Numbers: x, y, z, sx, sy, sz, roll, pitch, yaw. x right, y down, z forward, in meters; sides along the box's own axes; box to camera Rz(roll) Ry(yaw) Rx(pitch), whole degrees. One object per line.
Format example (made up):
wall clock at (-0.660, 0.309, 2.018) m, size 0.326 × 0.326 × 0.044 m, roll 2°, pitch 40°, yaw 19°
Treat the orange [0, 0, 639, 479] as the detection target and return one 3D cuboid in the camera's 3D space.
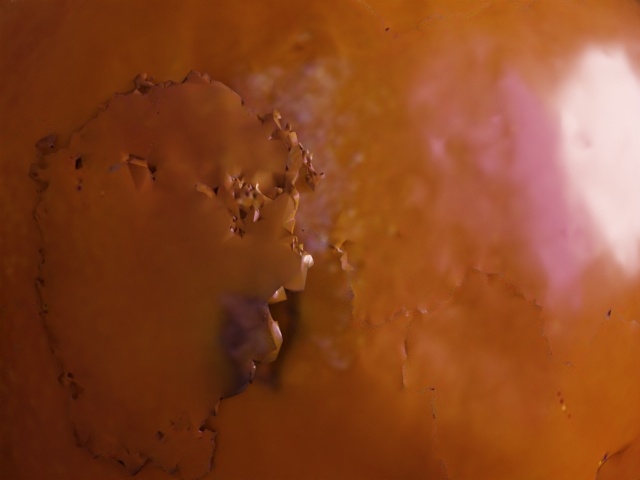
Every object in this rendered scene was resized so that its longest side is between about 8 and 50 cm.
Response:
orange at (0.000, 0.000, 0.432) m, size 0.246 × 0.246 × 0.246 m, roll 27°, pitch 54°, yaw -45°
